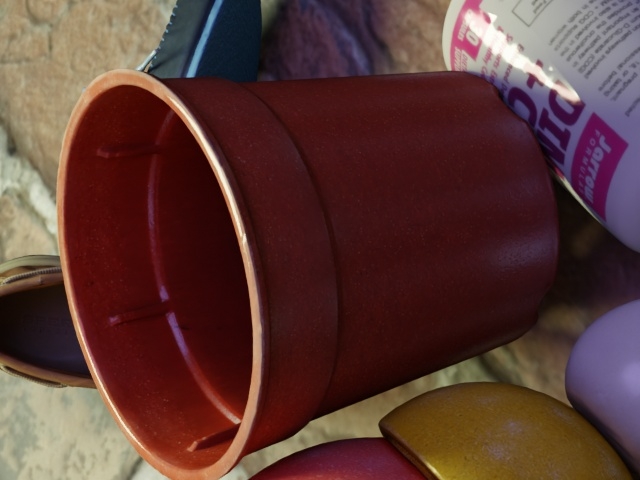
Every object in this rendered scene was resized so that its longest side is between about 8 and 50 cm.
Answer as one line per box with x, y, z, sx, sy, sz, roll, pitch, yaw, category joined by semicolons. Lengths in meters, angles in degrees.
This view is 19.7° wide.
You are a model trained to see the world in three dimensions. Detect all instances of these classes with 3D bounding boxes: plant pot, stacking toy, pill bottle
0.000;0.000;1.245;0.272;0.265;0.272;28;124;52;plant pot
0.096;0.215;1.200;0.480;0.350;0.350;-38;54;-8;stacking toy
0.224;-0.091;1.261;0.160;0.160;0.283;-48;54;9;pill bottle

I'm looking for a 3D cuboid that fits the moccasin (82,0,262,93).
-0.146;-0.072;1.504;0.117;0.138;0.342;14;79;24;moccasin

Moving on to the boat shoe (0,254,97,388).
-0.114;0.070;1.385;0.324;0.116;0.123;-2;93;4;boat shoe
